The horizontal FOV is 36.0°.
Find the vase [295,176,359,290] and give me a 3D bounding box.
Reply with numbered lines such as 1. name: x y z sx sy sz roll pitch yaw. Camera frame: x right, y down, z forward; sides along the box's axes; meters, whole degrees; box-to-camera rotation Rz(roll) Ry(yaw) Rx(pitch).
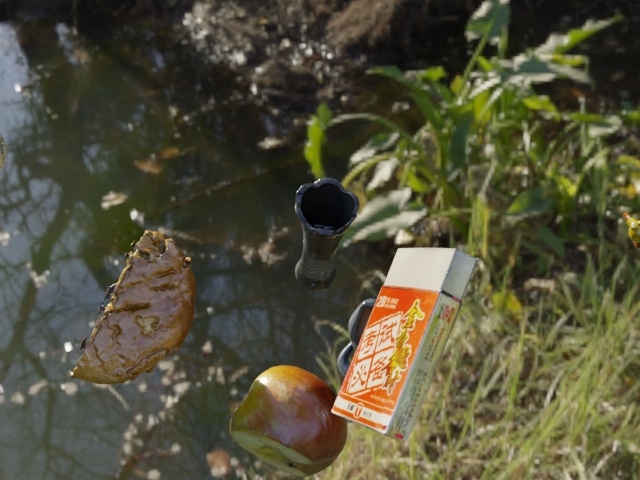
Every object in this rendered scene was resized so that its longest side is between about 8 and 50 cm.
1. vase: 0.000 0.000 1.745 0.116 0.237 0.115 3 60 -5

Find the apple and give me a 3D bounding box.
1. apple: -0.043 0.293 1.576 0.173 0.195 0.160 38 71 15

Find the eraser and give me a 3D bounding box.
1. eraser: 0.098 0.118 1.186 0.230 0.038 0.157 -67 20 -9

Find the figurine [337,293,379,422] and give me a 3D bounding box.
1. figurine: 0.102 0.187 1.656 0.193 0.265 0.140 -22 66 -43

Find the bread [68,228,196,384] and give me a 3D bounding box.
1. bread: -0.280 0.123 1.570 0.147 0.160 0.260 24 79 -4

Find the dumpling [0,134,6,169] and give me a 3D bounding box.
1. dumpling: -0.597 -0.177 1.451 0.260 0.341 0.181 10 40 30

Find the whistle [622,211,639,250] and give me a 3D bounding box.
1. whistle: 0.381 0.002 1.120 0.046 0.109 0.057 -22 39 38
